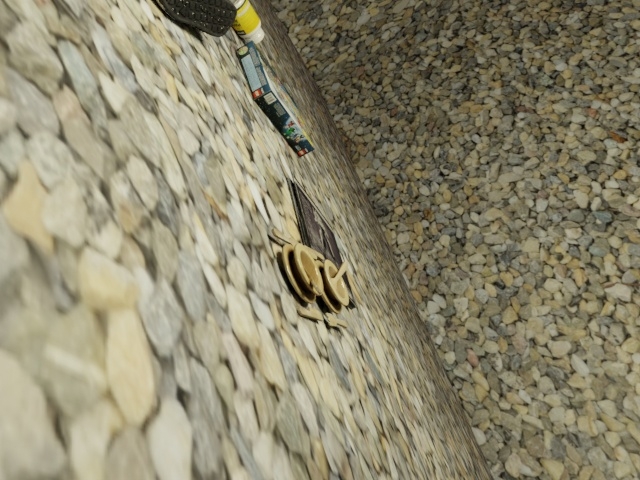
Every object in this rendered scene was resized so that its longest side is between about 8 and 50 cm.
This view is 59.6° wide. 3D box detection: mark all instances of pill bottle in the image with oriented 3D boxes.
[{"bbox_3d":[-0.182,-0.526,1.330,0.116,0.065,0.065,49,17,-51],"label":"pill bottle"}]

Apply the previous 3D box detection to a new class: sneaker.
[{"bbox_3d":[-0.211,-0.377,0.843,0.097,0.084,0.234,40,6,9],"label":"sneaker"}]

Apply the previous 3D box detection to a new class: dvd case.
[{"bbox_3d":[0.000,0.000,1.015,0.164,0.018,0.221,52,15,-41],"label":"dvd case"}]

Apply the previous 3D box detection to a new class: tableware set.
[{"bbox_3d":[0.003,0.052,0.790,0.194,0.039,0.128,33,35,-65],"label":"tableware set"}]

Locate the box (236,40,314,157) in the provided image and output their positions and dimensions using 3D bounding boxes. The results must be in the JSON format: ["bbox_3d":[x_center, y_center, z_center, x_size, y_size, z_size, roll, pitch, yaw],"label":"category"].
[{"bbox_3d":[-0.097,-0.311,1.255,0.233,0.044,0.159,46,19,-57],"label":"box"}]
